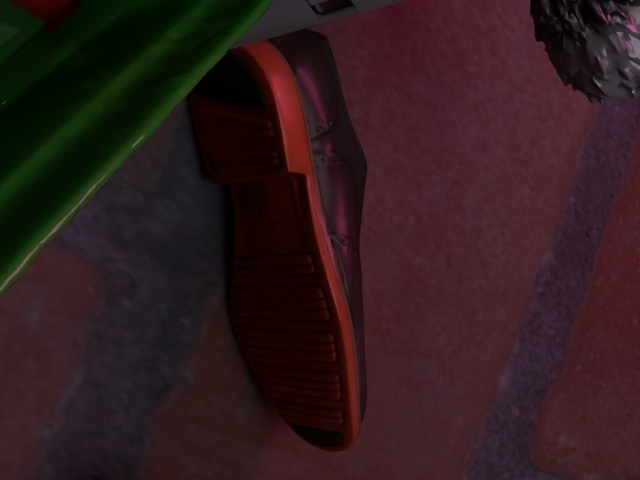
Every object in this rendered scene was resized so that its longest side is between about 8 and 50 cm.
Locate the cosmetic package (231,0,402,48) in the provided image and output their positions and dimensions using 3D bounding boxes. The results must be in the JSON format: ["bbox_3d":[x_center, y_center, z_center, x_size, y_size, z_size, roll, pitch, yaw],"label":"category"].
[{"bbox_3d":[-0.015,-0.162,0.610,0.099,0.239,0.060,57,40,-31],"label":"cosmetic package"}]

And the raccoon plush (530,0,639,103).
[{"bbox_3d":[0.036,-0.260,0.614,0.299,0.216,0.446,-26,89,-34],"label":"raccoon plush"}]

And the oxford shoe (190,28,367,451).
[{"bbox_3d":[0.000,0.000,0.753,0.098,0.097,0.271,-26,113,-45],"label":"oxford shoe"}]

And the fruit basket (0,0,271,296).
[{"bbox_3d":[-0.108,-0.152,0.378,0.392,0.392,0.283,-41,117,-32],"label":"fruit basket"}]
